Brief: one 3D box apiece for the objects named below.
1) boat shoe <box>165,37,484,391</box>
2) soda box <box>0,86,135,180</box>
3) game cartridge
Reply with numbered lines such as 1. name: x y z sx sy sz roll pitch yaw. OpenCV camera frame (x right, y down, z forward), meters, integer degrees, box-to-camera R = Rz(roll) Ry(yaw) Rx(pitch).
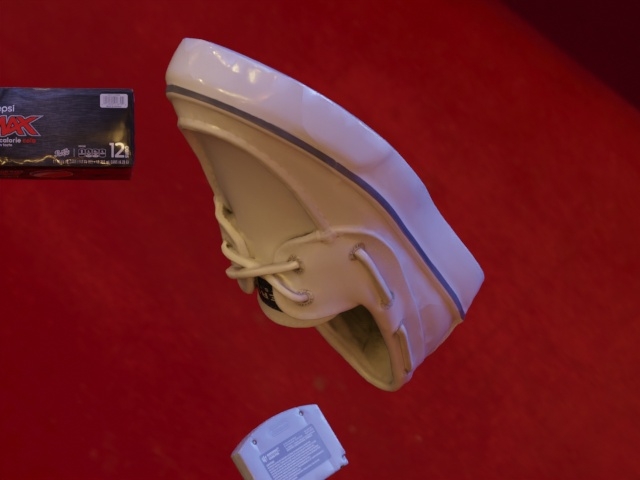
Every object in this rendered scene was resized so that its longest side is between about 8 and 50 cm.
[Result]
1. boat shoe: 0.000 0.000 0.844 0.095 0.258 0.084 21 76 38
2. soda box: -0.206 -0.069 1.195 0.169 0.060 0.053 1 83 -8
3. game cartridge: -0.022 0.146 1.243 0.017 0.083 0.056 -29 88 45
